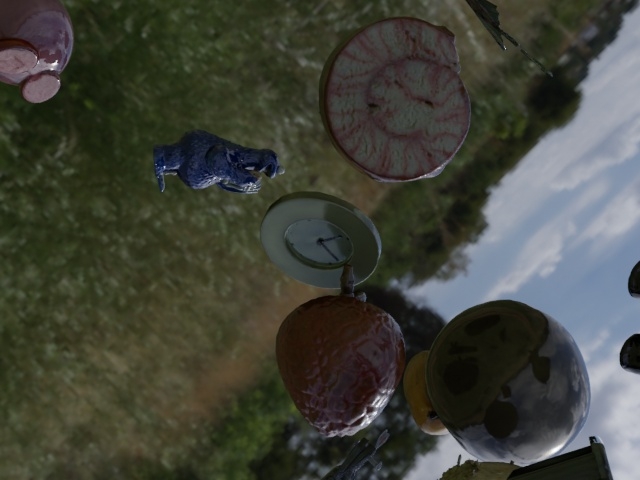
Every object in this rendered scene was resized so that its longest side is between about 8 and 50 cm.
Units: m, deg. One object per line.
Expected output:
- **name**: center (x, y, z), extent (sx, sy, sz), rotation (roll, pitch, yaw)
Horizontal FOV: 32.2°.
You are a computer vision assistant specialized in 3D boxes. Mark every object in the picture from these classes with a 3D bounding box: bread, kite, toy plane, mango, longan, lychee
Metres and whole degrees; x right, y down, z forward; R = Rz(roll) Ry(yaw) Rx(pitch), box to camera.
- **bread**: center (0.145, -0.277, 2.212), extent (0.295, 0.328, 0.114), rotation (-10, -173, -8)
- **kite**: center (0.312, -0.362, 1.906), extent (0.012, 0.250, 0.229), rotation (-43, 162, 5)
- **toy plane**: center (0.030, 0.348, 1.601), extent (0.197, 0.053, 0.078), rotation (-39, 157, -16)
- **mango**: center (0.244, 0.335, 2.449), extent (0.109, 0.157, 0.262), rotation (-34, -166, 14)
- **longan**: center (0.367, 0.285, 2.211), extent (0.361, 0.361, 0.361), rotation (-45, 180, 0)
- **lychee**: center (0.035, 0.199, 1.995), extent (0.255, 0.300, 0.255), rotation (-5, 160, -2)

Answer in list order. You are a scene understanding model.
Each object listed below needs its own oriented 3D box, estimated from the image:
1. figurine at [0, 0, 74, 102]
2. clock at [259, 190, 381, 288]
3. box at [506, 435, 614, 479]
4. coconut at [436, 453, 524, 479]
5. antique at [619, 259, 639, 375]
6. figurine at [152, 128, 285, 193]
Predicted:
- **figurine**: center (-0.476, -0.330, 1.758), extent (0.173, 0.173, 0.173), rotation (-45, 180, 0)
- **clock**: center (0.000, 0.000, 2.086), extent (0.235, 0.235, 0.029), rotation (-45, -162, 44)
- **box**: center (0.334, 0.357, 1.480), extent (0.135, 0.163, 0.243), rotation (-17, 171, 10)
- **coconut**: center (0.270, 0.565, 1.817), extent (0.346, 0.346, 0.360), rotation (-45, 146, -59)
- **antique**: center (0.657, 0.107, 1.833), extent (0.185, 0.322, 0.255), rotation (-9, -160, -37)
- **figurine**: center (-0.204, -0.159, 2.186), extent (0.262, 0.121, 0.164), rotation (2, 172, -18)
